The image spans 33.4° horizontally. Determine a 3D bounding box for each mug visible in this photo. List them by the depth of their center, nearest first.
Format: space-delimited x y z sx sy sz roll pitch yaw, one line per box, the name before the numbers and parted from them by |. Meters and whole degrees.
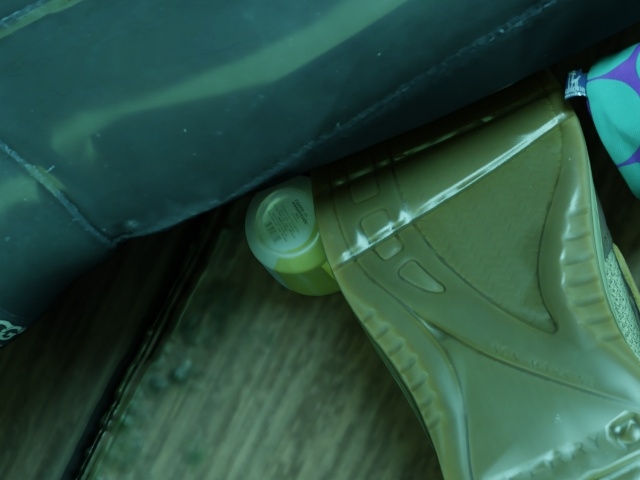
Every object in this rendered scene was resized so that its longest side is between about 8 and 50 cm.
mug | -0.001 -0.004 0.529 0.078 0.064 0.062 12 86 14

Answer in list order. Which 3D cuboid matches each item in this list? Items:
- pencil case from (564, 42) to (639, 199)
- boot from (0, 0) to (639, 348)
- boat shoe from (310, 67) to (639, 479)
pencil case | 0.177 -0.073 0.415 0.152 0.064 0.070 -25 54 38
boot | -0.065 -0.175 0.500 0.445 0.146 0.367 -31 65 10
boat shoe | 0.088 0.042 0.477 0.123 0.123 0.342 -25 57 6
